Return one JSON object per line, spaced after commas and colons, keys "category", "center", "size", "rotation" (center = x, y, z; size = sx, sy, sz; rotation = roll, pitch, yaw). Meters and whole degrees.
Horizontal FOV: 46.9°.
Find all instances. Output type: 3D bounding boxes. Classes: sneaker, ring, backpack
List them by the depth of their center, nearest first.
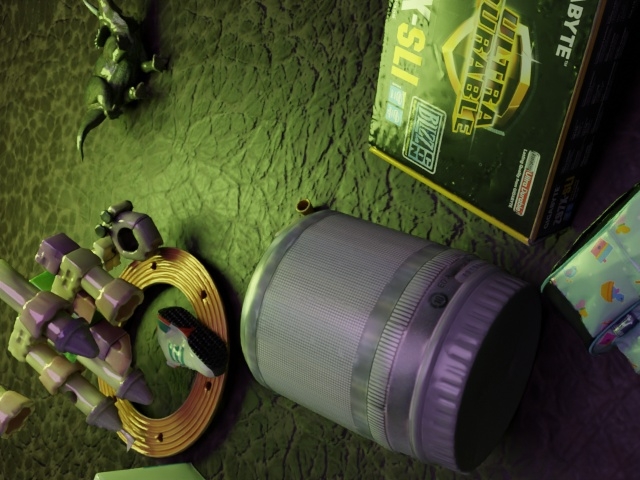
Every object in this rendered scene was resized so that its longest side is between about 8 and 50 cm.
{"category": "backpack", "center": [0.310, 0.017, 0.633], "size": [0.144, 0.166, 0.188], "rotation": [54, 133, 35]}
{"category": "sneaker", "center": [-0.193, 0.167, 1.101], "size": [0.161, 0.057, 0.075], "rotation": [36, 123, 37]}
{"category": "ring", "center": [-0.257, 0.178, 1.201], "size": [0.336, 0.032, 0.337], "rotation": [-8, 78, 39]}

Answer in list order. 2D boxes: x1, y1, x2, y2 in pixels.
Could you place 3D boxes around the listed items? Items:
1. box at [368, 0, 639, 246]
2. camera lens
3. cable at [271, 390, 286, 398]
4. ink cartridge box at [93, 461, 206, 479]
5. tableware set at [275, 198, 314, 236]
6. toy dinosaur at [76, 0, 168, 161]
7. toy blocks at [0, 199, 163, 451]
{"category": "box", "center": [0.179, -0.196, 0.773], "size": [0.257, 0.079, 0.322], "rotation": [39, 135, 39]}
{"category": "camera lens", "center": [0.069, 0.098, 0.796], "size": [0.274, 0.219, 0.219], "rotation": [19, 95, 33]}
{"category": "cable", "center": [-0.018, 0.124, 1.001], "size": [0.150, 0.047, 0.184], "rotation": [5, 83, 49]}
{"category": "ink cartridge box", "center": [-0.250, 0.470, 1.055], "size": [0.168, 0.171, 0.233], "rotation": [33, 105, 39]}
{"category": "tableware set", "center": [0.000, 0.000, 0.991], "size": [0.104, 0.024, 0.154], "rotation": [-37, 47, 3]}
{"category": "toy dinosaur", "center": [-0.372, -0.294, 1.341], "size": [0.160, 0.121, 0.314], "rotation": [22, 102, 53]}
{"category": "toy blocks", "center": [-0.339, 0.151, 1.139], "size": [0.260, 0.309, 0.288], "rotation": [36, 122, 9]}
